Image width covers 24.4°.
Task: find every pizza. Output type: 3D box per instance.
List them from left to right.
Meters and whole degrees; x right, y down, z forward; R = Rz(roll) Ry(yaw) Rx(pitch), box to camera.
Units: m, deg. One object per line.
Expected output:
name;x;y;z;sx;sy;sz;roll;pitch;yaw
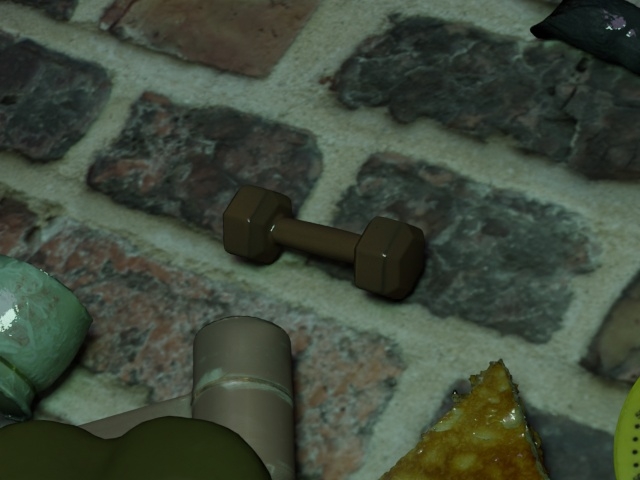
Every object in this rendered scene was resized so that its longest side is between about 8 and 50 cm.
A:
pizza;0.162;0.207;1.410;0.201;0.053;0.193;6;57;38

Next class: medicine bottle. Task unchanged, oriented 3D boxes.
medicine bottle;-0.344;0.108;1.621;0.147;0.147;0.143;18;65;31

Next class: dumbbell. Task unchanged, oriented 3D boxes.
dumbbell;0.000;0.000;1.617;0.231;0.092;0.082;15;88;29

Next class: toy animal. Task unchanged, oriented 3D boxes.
toy animal;0.309;-0.243;1.689;0.117;0.121;0.210;-38;54;15

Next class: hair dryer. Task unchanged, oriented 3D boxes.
hair dryer;-0.186;0.214;1.528;0.344;0.107;0.189;-18;51;19

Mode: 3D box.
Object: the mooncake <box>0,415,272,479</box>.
mooncake;-0.211;0.366;1.252;0.467;0.262;0.467;-5;44;5

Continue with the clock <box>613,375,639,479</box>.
clock;0.395;0.184;1.271;0.277;0.071;0.293;-43;52;-15
